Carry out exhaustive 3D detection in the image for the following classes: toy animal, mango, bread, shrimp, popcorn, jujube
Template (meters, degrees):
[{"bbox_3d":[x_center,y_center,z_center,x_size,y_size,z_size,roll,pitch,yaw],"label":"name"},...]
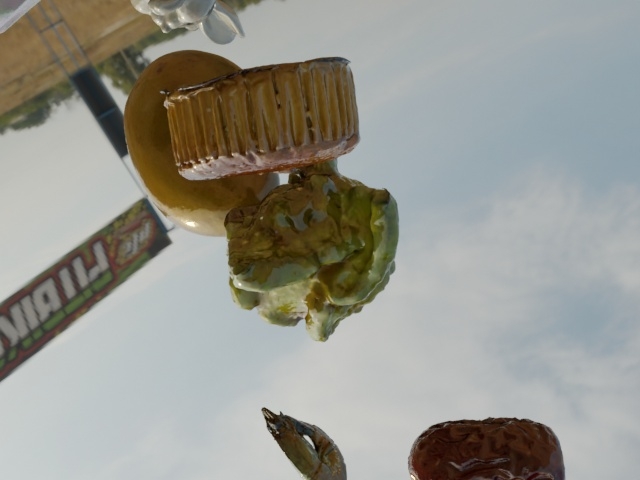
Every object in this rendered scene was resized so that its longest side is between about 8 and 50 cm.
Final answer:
[{"bbox_3d":[-0.163,-0.281,0.896,0.103,0.221,0.131,11,-109,13],"label":"toy animal"},{"bbox_3d":[-0.233,-0.193,1.533,0.300,0.232,0.446,-27,-116,-5],"label":"mango"},{"bbox_3d":[-0.056,-0.117,0.772,0.199,0.104,0.199,-10,-175,1],"label":"bread"},{"bbox_3d":[-0.035,0.468,1.732,0.061,0.267,0.145,-44,-172,38],"label":"shrimp"},{"bbox_3d":[0.001,0.011,1.183,0.325,0.290,0.321,-18,-139,31],"label":"popcorn"},{"bbox_3d":[0.249,0.343,1.140,0.230,0.155,0.155,-12,-156,16],"label":"jujube"}]

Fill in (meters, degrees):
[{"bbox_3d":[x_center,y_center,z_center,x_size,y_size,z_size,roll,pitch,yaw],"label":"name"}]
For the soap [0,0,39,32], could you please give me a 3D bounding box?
[{"bbox_3d":[-0.606,-0.430,1.240,0.346,0.208,0.115,-17,-162,6],"label":"soap"}]
